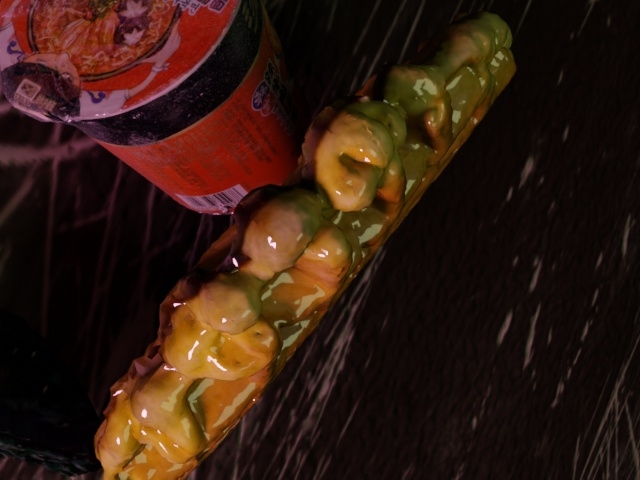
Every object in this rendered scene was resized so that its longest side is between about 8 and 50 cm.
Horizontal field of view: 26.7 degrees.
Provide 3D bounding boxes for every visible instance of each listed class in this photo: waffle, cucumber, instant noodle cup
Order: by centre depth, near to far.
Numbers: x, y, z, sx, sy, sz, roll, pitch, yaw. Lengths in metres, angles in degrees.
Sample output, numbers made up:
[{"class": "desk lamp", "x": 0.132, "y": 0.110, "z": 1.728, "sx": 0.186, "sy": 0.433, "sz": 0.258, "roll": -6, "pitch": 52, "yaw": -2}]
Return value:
[{"class": "cucumber", "x": -0.168, "y": 0.061, "z": 0.625, "sx": 0.220, "sy": 0.046, "sz": 0.070, "roll": 29, "pitch": 73, "yaw": -52}, {"class": "instant noodle cup", "x": -0.066, "y": -0.079, "z": 0.641, "sx": 0.127, "sy": 0.127, "sz": 0.135, "roll": -61, "pitch": 149, "yaw": -14}, {"class": "waffle", "x": -0.005, "y": 0.005, "z": 0.680, "sx": 0.301, "sy": 0.058, "sz": 0.281, "roll": -47, "pitch": 176, "yaw": -39}]
